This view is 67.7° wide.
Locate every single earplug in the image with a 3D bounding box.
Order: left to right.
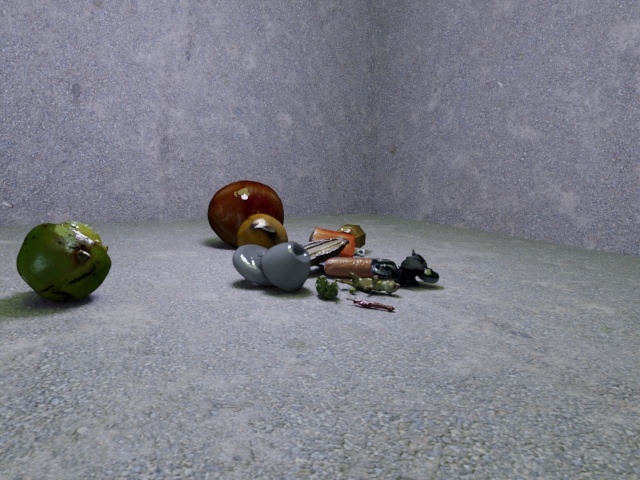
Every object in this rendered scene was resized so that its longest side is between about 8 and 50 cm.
[{"bbox_3d":[-0.176,0.082,1.754,0.325,0.175,0.214,9,9,38],"label":"earplug"}]

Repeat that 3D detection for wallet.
[{"bbox_3d":[0.062,0.011,2.272,0.204,0.045,0.142,12,52,-5],"label":"wallet"}]

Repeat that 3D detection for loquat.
[{"bbox_3d":[-0.257,-0.001,2.114,0.235,0.235,0.235,2,9,0],"label":"loquat"}]

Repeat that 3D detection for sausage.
[{"bbox_3d":[0.157,0.110,1.942,0.289,0.086,0.086,1,9,-4],"label":"sausage"}]

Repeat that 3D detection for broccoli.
[{"bbox_3d":[0.020,0.154,1.633,0.095,0.092,0.097,-8,24,18],"label":"broccoli"}]

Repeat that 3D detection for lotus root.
[{"bbox_3d":[-0.031,0.070,1.994,0.329,0.078,0.167,-20,25,-14],"label":"lotus root"}]

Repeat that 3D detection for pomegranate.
[{"bbox_3d":[-0.822,0.077,1.508,0.340,0.260,0.260,-29,-11,35],"label":"pomegranate"}]

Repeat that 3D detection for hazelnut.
[{"bbox_3d":[-0.398,-0.132,2.564,0.421,0.353,0.421,19,27,-10],"label":"hazelnut"}]

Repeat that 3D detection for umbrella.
[{"bbox_3d":[0.160,0.206,1.538,0.165,0.025,0.027,9,-8,24],"label":"umbrella"}]

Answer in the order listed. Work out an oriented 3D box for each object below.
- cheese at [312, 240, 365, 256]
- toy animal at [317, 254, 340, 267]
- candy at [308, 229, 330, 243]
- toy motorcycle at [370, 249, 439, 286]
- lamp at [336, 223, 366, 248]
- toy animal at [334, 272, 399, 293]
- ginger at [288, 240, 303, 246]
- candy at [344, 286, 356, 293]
[{"bbox_3d":[0.087,0.045,2.331,0.249,0.071,0.163,29,45,12],"label":"cheese"},{"bbox_3d":[0.033,0.082,2.135,0.255,0.176,0.239,38,19,6],"label":"toy animal"},{"bbox_3d":[0.000,0.000,2.549,0.104,0.102,0.234,4,8,7],"label":"candy"},{"bbox_3d":[0.323,0.106,1.856,0.270,0.106,0.159,8,30,-7],"label":"toy motorcycle"},{"bbox_3d":[0.152,-0.007,2.480,0.161,0.161,0.185,6,10,20],"label":"lamp"},{"bbox_3d":[0.164,0.158,1.726,0.241,0.057,0.099,3,-17,34],"label":"toy animal"},{"bbox_3d":[-0.134,0.039,2.402,0.096,0.067,0.165,4,-4,9],"label":"ginger"},{"bbox_3d":[0.102,0.177,1.721,0.023,0.025,0.083,-21,11,-22],"label":"candy"}]
